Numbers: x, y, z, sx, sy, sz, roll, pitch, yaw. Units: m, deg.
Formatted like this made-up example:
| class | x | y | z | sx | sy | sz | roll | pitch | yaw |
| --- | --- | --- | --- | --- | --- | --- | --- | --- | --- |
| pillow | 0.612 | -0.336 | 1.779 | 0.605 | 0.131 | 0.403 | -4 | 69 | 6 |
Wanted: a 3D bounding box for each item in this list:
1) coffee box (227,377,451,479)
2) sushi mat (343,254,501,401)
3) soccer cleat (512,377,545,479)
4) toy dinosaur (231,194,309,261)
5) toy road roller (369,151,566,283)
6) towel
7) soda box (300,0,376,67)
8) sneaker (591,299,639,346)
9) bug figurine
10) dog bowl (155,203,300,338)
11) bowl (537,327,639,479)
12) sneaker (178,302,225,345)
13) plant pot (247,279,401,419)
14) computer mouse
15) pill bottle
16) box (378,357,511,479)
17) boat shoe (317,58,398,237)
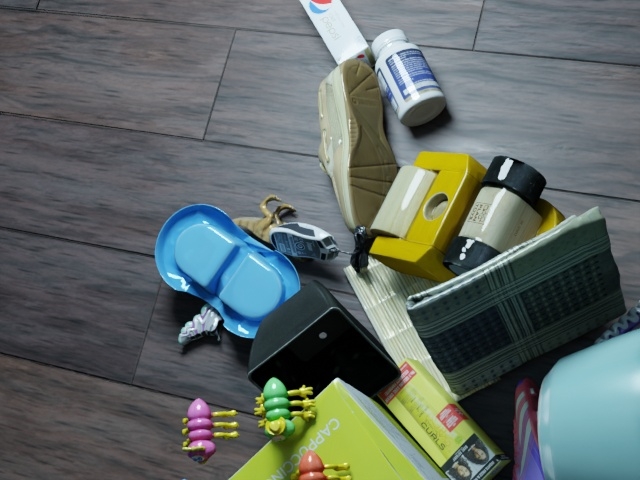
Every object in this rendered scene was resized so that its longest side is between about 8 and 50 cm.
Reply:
| class | x | y | z | sx | sy | sz | roll | pitch | yaw |
| --- | --- | --- | --- | --- | --- | --- | --- | --- | --- |
| coffee box | 0.050 | 0.461 | 1.479 | 0.337 | 0.334 | 0.338 | -43 | 66 | 1 |
| sushi mat | 0.171 | 0.141 | 1.717 | 0.151 | 0.019 | 0.317 | -31 | 66 | 7 |
| soccer cleat | 0.336 | 0.343 | 1.570 | 0.095 | 0.083 | 0.248 | -26 | 62 | 31 |
| toy dinosaur | -0.105 | -0.028 | 1.837 | 0.211 | 0.064 | 0.112 | 23 | 82 | 23 |
| toy road roller | 0.268 | -0.003 | 1.655 | 0.329 | 0.240 | 0.203 | 14 | 73 | 54 |
| towel | 0.308 | 0.096 | 1.516 | 0.324 | 0.312 | 0.056 | -27 | 51 | 5 |
| soda box | 0.027 | -0.420 | 1.914 | 0.069 | 0.074 | 0.216 | -30 | 66 | 7 |
| sneaker | 0.516 | 0.158 | 1.565 | 0.236 | 0.095 | 0.104 | -41 | 73 | 1 |
| bug figurine | -0.105 | 0.309 | 1.360 | 0.278 | 0.072 | 0.216 | -17 | 65 | 13 |
| dog bowl | -0.161 | 0.059 | 1.799 | 0.297 | 0.074 | 0.166 | 35 | 90 | 16 |
| bowl | 0.417 | 0.283 | 1.444 | 0.163 | 0.311 | 0.312 | -6 | 71 | 25 |
| sneaker | -0.212 | 0.169 | 1.820 | 0.069 | 0.038 | 0.098 | 39 | 88 | 25 |
| plant pot | -0.005 | 0.179 | 1.657 | 0.188 | 0.187 | 0.167 | -38 | 29 | 11 |
| computer mouse | 0.000 | 0.000 | 1.755 | 0.192 | 0.106 | 0.042 | 12 | 51 | 21 |
| pill bottle | 0.158 | -0.304 | 1.823 | 0.094 | 0.094 | 0.169 | -26 | 67 | 8 |
| box | 0.197 | 0.302 | 1.611 | 0.087 | 0.058 | 0.232 | -47 | 61 | 11 |
| boat shoe | 0.059 | -0.159 | 1.811 | 0.110 | 0.121 | 0.341 | -25 | 61 | 48 |
